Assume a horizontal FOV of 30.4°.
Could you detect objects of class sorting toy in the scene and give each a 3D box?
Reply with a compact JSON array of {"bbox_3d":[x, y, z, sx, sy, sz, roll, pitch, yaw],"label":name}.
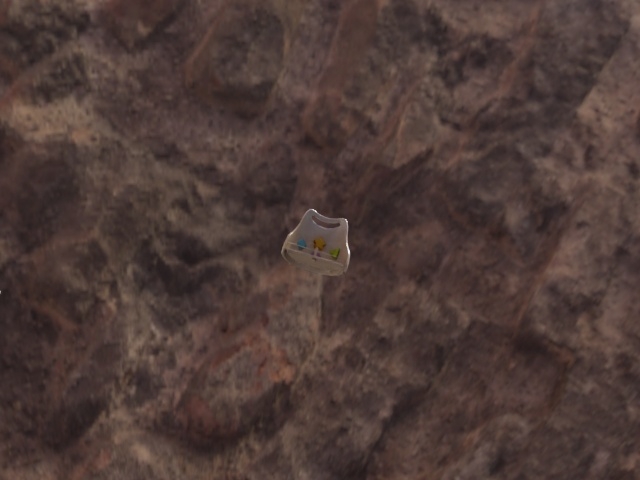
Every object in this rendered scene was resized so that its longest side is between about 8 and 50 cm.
[{"bbox_3d":[0.000,0.000,1.469,0.083,0.045,0.075,17,-110,1],"label":"sorting toy"}]
